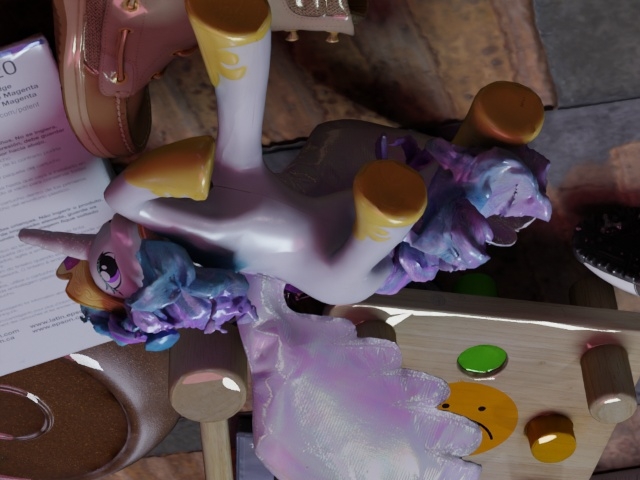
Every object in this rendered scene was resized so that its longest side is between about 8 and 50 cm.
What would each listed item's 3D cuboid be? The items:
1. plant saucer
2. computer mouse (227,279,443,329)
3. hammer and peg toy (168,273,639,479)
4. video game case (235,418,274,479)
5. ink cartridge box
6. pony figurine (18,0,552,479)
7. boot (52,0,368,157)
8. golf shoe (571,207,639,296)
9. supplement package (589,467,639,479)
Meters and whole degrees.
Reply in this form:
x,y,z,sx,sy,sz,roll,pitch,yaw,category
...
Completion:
x,y,z,sx,sy,sz,roll,pitch,yaw,category
-0.275,0.136,1.699,0.310,0.050,0.310,4,142,3,plant saucer
0.034,0.084,1.589,0.184,0.060,0.262,-25,132,18,computer mouse
0.053,0.132,1.507,0.361,0.127,0.266,5,136,-9,hammer and peg toy
0.018,0.282,1.801,0.196,0.026,0.274,4,126,3,video game case
-0.311,-0.008,1.436,0.324,0.071,0.330,-17,137,-1,ink cartridge box
0.000,0.000,1.259,0.351,0.303,0.363,18,153,-14,pony figurine
-0.070,-0.148,1.283,0.203,0.095,0.262,3,138,2,boot
0.277,0.037,1.471,0.198,0.077,0.094,14,141,-8,golf shoe
0.333,0.267,1.724,0.179,0.105,0.105,-12,137,22,supplement package
